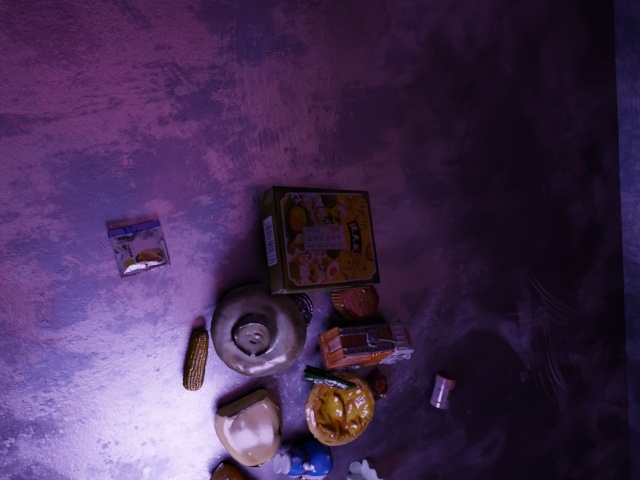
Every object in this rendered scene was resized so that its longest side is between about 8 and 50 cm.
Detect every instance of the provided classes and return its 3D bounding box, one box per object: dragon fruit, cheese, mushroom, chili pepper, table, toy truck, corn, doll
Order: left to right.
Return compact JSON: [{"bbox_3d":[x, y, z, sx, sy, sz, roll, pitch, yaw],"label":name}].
[{"bbox_3d":[-0.461,0.444,1.631,0.080,0.080,0.230,7,94,-26],"label":"corn"},{"bbox_3d":[-0.263,0.763,1.753,0.260,0.128,0.315,-22,105,-10],"label":"cheese"},{"bbox_3d":[-0.226,0.330,1.601,0.353,0.260,0.351,0,93,5],"label":"mushroom"},{"bbox_3d":[-0.065,0.926,1.827,0.257,0.215,0.160,9,74,-33],"label":"doll"},{"bbox_3d":[0.042,0.560,1.776,0.227,0.088,0.059,10,107,18],"label":"chili pepper"},{"bbox_3d":[0.206,0.430,1.839,0.388,0.207,0.173,1,63,-26],"label":"toy truck"},{"bbox_3d":[0.229,1.117,1.992,0.167,0.198,0.166,-4,99,-25],"label":"table"},{"bbox_3d":[0.256,0.665,1.993,0.147,0.096,0.102,-45,110,-15],"label":"dragon fruit"}]

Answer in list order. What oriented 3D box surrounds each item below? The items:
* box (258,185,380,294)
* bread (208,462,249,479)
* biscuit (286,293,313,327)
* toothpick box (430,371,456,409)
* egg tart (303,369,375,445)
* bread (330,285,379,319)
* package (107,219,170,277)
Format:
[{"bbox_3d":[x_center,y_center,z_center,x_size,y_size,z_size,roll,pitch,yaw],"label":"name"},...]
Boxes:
[{"bbox_3d":[0.000,0.000,1.620,0.421,0.138,0.372,-1,78,-29],"label":"box"},{"bbox_3d":[-0.327,1.000,1.748,0.107,0.136,0.241,-43,114,-16],"label":"bread"},{"bbox_3d":[-0.118,0.289,1.780,0.195,0.053,0.194,-4,100,-24],"label":"biscuit"},{"bbox_3d":[0.605,0.739,2.167,0.099,0.098,0.148,11,94,-26],"label":"toothpick box"},{"bbox_3d":[0.075,0.706,1.890,0.342,0.132,0.340,-2,96,-22],"label":"egg tart"},{"bbox_3d":[0.150,0.238,1.845,0.200,0.104,0.198,2,83,-18],"label":"bread"},{"bbox_3d":[-0.622,0.029,1.516,0.171,0.027,0.173,-16,108,-22],"label":"package"}]
